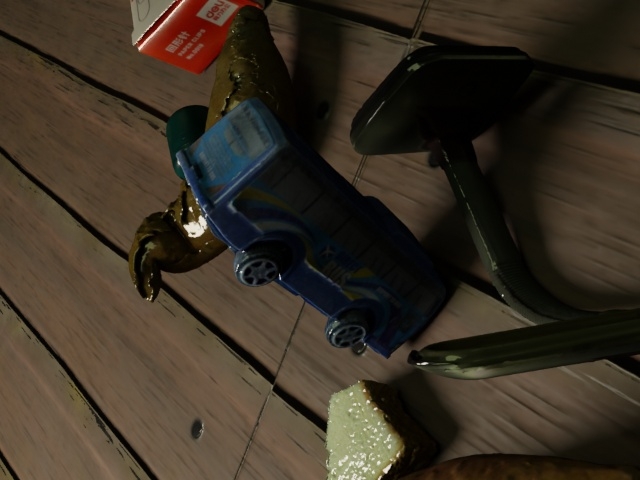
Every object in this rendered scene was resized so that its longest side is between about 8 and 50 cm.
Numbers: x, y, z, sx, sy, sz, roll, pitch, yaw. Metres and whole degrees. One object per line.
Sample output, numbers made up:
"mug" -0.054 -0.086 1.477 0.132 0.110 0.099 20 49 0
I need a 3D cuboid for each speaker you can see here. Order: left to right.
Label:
"speaker" -0.112 -0.107 0.992 0.095 0.060 0.075 -20 55 5

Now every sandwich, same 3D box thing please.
"sandwich" 0.033 0.163 0.728 0.104 0.036 0.093 -60 41 18

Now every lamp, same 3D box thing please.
"lamp" 0.092 -0.010 0.599 0.283 0.203 0.124 62 143 36

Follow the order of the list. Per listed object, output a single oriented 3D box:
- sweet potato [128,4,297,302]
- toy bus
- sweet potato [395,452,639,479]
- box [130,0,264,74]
"sweet potato" -0.084 -0.078 0.902 0.124 0.098 0.310 19 87 27
"toy bus" 0.002 0.001 0.670 0.094 0.236 0.079 -36 46 15
"sweet potato" 0.063 0.215 0.604 0.337 0.131 0.131 -31 55 40
"box" -0.144 -0.300 1.051 0.133 0.099 0.182 -33 54 37
